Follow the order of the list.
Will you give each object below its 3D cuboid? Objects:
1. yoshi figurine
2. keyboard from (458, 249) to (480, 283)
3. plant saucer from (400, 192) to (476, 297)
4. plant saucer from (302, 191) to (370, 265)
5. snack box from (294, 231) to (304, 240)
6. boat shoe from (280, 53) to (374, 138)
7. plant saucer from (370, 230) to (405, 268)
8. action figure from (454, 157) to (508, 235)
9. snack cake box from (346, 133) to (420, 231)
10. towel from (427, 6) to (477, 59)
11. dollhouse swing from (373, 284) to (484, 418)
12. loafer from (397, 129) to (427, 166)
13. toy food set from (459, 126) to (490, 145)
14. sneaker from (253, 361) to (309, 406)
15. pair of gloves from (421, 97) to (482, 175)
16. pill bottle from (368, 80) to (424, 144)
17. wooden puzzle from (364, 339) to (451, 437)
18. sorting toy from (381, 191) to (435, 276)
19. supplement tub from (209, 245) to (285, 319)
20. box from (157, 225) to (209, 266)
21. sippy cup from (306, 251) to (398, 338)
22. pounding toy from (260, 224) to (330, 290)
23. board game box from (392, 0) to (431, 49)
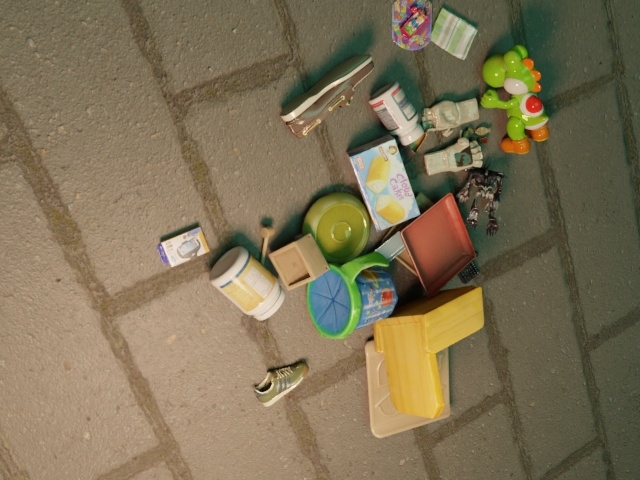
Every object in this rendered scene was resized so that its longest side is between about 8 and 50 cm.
[{"bbox_3d":[0.641,-0.485,2.082,0.203,0.203,0.362,-8,128,20],"label":"yoshi figurine"},{"bbox_3d":[0.511,0.060,2.208,0.108,0.023,0.180,-40,115,-10],"label":"keyboard"},{"bbox_3d":[0.380,0.014,2.050,0.259,0.048,0.258,-37,112,-28],"label":"plant saucer"},{"bbox_3d":[0.060,-0.030,1.947,0.241,0.037,0.241,-5,103,-25],"label":"plant saucer"},{"bbox_3d":[0.000,0.000,1.968,0.141,0.037,0.100,-30,111,-15],"label":"snack box"},{"bbox_3d":[0.034,-0.429,1.842,0.324,0.116,0.096,-38,118,-6],"label":"boat shoe"},{"bbox_3d":[0.204,0.046,2.040,0.192,0.018,0.067,-40,116,16],"label":"plant saucer"},{"bbox_3d":[0.541,-0.151,2.105,0.164,0.141,0.275,14,54,-1],"label":"action figure"},{"bbox_3d":[0.198,-0.181,1.962,0.152,0.089,0.264,-22,110,2],"label":"snack cake box"},{"bbox_3d":[0.427,-0.664,2.000,0.152,0.023,0.113,21,93,-25],"label":"towel"},{"bbox_3d":[0.364,0.348,1.968,0.315,0.347,0.305,-22,88,-24],"label":"dollhouse swing"},{"bbox_3d":[0.282,-0.290,2.006,0.062,0.061,0.170,30,90,-27],"label":"loafer"},{"bbox_3d":[0.520,-0.348,2.116,0.122,0.019,0.078,-3,103,-22],"label":"toy food set"},{"bbox_3d":[-0.131,0.447,2.002,0.192,0.064,0.086,-40,119,-6],"label":"sneaker"},{"bbox_3d":[0.436,-0.343,2.054,0.204,0.042,0.240,-9,104,-12],"label":"pair of gloves"},{"bbox_3d":[0.240,-0.391,1.931,0.108,0.108,0.180,-40,109,-10],"label":"pill bottle"},{"bbox_3d":[0.303,0.486,2.195,0.322,0.080,0.347,-10,101,-21],"label":"wooden puzzle"},{"bbox_3d":[0.370,0.010,2.121,0.307,0.041,0.229,38,86,-24],"label":"sorting toy"},{"bbox_3d":[-0.215,0.130,1.849,0.144,0.144,0.199,-47,115,-7],"label":"supplement tub"},{"bbox_3d":[-0.401,0.020,1.810,0.136,0.028,0.081,-25,111,-18],"label":"box"},{"bbox_3d":[0.111,0.177,1.957,0.224,0.305,0.240,-4,80,-38],"label":"sippy cup"},{"bbox_3d":[-0.099,0.037,1.897,0.094,0.181,0.206,-32,94,-48],"label":"pounding toy"},{"bbox_3d":[0.290,-0.678,1.926,0.133,0.033,0.168,-5,104,-16],"label":"board game box"}]
